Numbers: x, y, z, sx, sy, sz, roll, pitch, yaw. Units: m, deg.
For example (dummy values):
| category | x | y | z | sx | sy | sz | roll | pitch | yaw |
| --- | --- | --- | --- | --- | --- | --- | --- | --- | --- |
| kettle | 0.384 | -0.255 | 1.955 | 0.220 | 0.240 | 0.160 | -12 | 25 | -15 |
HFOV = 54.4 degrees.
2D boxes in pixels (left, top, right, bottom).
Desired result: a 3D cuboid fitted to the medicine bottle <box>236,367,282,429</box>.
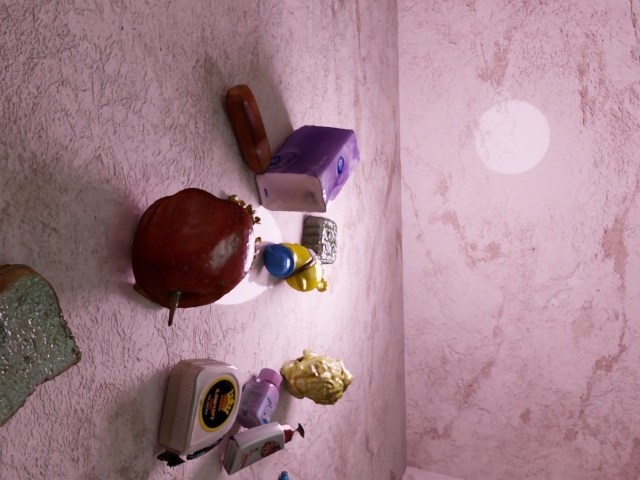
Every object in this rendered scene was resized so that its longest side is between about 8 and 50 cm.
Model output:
| category | x | y | z | sx | sy | sz | roll | pitch | yaw |
| --- | --- | --- | --- | --- | --- | --- | --- | --- | --- |
| medicine bottle | -0.199 | 0.519 | 2.053 | 0.119 | 0.094 | 0.188 | 76 | 30 | -43 |

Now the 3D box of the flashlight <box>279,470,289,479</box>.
| category | x | y | z | sx | sy | sz | roll | pitch | yaw |
| --- | --- | --- | --- | --- | --- | --- | --- | --- | --- |
| flashlight | -0.138 | 0.943 | 2.358 | 0.051 | 0.051 | 0.129 | 0 | 92 | -67 |

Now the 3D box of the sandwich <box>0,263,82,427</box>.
| category | x | y | z | sx | sy | sz | roll | pitch | yaw |
| --- | --- | --- | --- | --- | --- | --- | --- | --- | --- |
| sandwich | -0.578 | 0.191 | 1.101 | 0.273 | 0.095 | 0.249 | -50 | 136 | -51 |

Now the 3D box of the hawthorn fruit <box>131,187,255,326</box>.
| category | x | y | z | sx | sy | sz | roll | pitch | yaw |
| --- | --- | --- | --- | --- | --- | --- | --- | --- | --- |
| hawthorn fruit | -0.305 | 0.047 | 1.447 | 0.287 | 0.287 | 0.330 | 63 | 33 | -52 |

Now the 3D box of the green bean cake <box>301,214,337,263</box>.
| category | x | y | z | sx | sy | sz | roll | pitch | yaw |
| --- | --- | --- | --- | --- | --- | --- | --- | --- | --- |
| green bean cake | 0.000 | 0.000 | 2.410 | 0.183 | 0.094 | 0.185 | 15 | 77 | -66 |

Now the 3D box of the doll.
| category | x | y | z | sx | sy | sz | roll | pitch | yaw |
| --- | --- | --- | --- | --- | --- | --- | --- | --- | --- |
| doll | -0.090 | 0.084 | 2.182 | 0.363 | 0.145 | 0.199 | 36 | 30 | -54 |

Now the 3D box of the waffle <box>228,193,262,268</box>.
| category | x | y | z | sx | sy | sz | roll | pitch | yaw |
| --- | --- | --- | --- | --- | --- | --- | --- | --- | --- |
| waffle | -0.248 | -0.003 | 1.872 | 0.228 | 0.051 | 0.231 | 57 | 45 | -56 |

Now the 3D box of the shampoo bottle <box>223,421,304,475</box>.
| category | x | y | z | sx | sy | sz | roll | pitch | yaw |
| --- | --- | --- | --- | --- | --- | --- | --- | --- | --- |
| shampoo bottle | -0.166 | 0.645 | 1.994 | 0.284 | 0.071 | 0.153 | -9 | 129 | -33 |

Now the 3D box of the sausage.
| category | x | y | z | sx | sy | sz | roll | pitch | yaw |
| --- | --- | --- | --- | --- | --- | --- | --- | --- | --- |
| sausage | -0.210 | -0.327 | 1.848 | 0.300 | 0.083 | 0.089 | 77 | 23 | -43 |

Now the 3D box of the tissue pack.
| category | x | y | z | sx | sy | sz | roll | pitch | yaw |
| --- | --- | --- | --- | --- | --- | --- | --- | --- | --- |
| tissue pack | -0.035 | -0.246 | 2.070 | 0.338 | 0.242 | 0.160 | -59 | 146 | -46 |

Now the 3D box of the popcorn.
| category | x | y | z | sx | sy | sz | roll | pitch | yaw |
| --- | --- | --- | --- | --- | --- | --- | --- | --- | --- |
| popcorn | -0.009 | 0.511 | 2.308 | 0.256 | 0.255 | 0.195 | 15 | 83 | -73 |

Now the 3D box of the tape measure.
| category | x | y | z | sx | sy | sz | roll | pitch | yaw |
| --- | --- | --- | --- | --- | --- | --- | --- | --- | --- |
| tape measure | -0.327 | 0.464 | 1.711 | 0.231 | 0.133 | 0.271 | 16 | 82 | -59 |

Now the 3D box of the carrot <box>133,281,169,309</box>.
| category | x | y | z | sx | sy | sz | roll | pitch | yaw |
| --- | --- | --- | --- | --- | --- | --- | --- | --- | --- |
| carrot | -0.406 | 0.136 | 1.554 | 0.170 | 0.042 | 0.042 | 46 | 53 | -58 |
